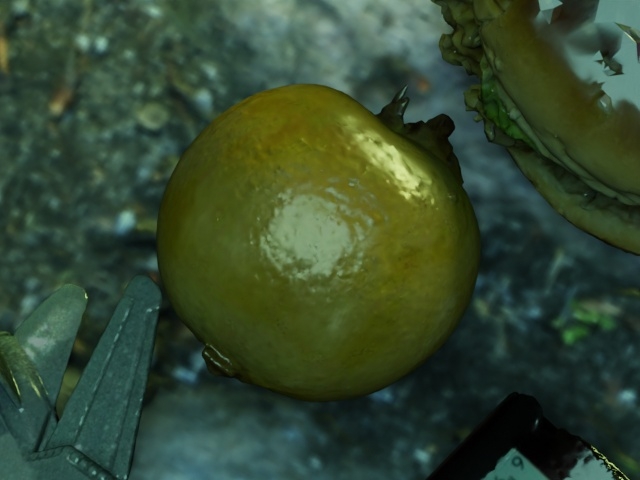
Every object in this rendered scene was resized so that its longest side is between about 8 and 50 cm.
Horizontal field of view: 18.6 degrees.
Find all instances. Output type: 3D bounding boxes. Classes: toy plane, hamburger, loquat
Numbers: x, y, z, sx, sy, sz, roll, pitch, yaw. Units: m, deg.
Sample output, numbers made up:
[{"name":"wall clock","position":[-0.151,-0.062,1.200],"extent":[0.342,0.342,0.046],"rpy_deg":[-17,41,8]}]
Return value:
[{"name":"toy plane","position":[-0.121,0.160,0.908],"extent":[0.212,0.088,0.267],"rpy_deg":[-29,72,-2]},{"name":"hamburger","position":[0.184,-0.117,0.928],"extent":[0.286,0.146,0.243],"rpy_deg":[22,75,7]},{"name":"loquat","position":[0.000,0.000,0.913],"extent":[0.163,0.137,0.163],"rpy_deg":[-5,68,12]}]

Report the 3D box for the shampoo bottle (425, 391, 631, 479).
[{"name":"shampoo bottle","position":[0.025,0.225,0.902],"extent":[0.129,0.084,0.323],"rpy_deg":[42,85,12]}]
